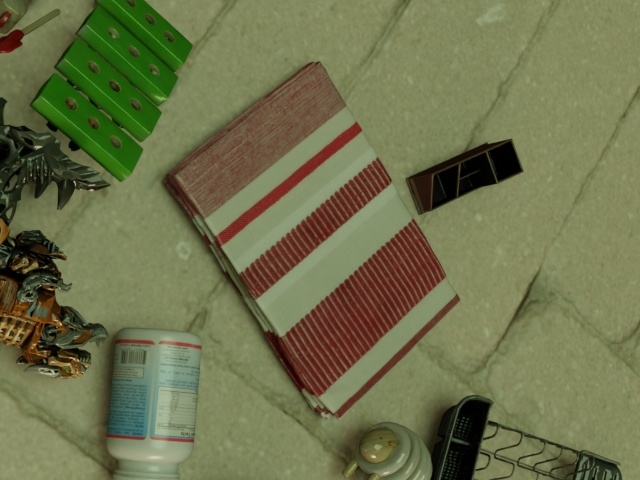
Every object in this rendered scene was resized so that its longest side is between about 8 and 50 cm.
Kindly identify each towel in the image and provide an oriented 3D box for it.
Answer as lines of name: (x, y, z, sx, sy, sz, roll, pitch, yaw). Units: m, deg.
towel: (0.000, 0.000, 1.522, 0.237, 0.037, 0.329, -41, 107, -30)

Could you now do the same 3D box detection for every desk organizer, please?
desk organizer: (0.170, -0.076, 1.621, 0.130, 0.050, 0.047, -25, 98, -31)

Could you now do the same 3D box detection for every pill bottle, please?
pill bottle: (-0.165, 0.169, 1.373, 0.087, 0.087, 0.160, 9, 81, -30)

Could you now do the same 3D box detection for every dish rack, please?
dish rack: (0.237, 0.312, 1.595, 0.271, 0.074, 0.208, 21, 76, -17)

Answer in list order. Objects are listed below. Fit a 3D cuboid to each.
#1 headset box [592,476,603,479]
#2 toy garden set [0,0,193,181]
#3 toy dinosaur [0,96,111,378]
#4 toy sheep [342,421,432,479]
headset box: (0.343, 0.337, 1.696, 0.083, 0.032, 0.062, 45, 65, -18)
toy garden set: (-0.238, -0.183, 1.331, 0.204, 0.049, 0.244, 42, 33, -18)
toy dinosaur: (-0.313, -0.007, 1.275, 0.218, 0.164, 0.322, -51, 133, -8)
toy sheep: (0.079, 0.246, 1.518, 0.091, 0.091, 0.132, -63, 143, -20)
